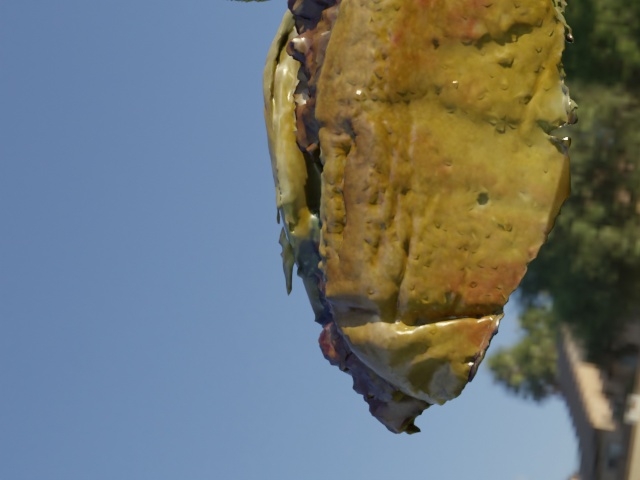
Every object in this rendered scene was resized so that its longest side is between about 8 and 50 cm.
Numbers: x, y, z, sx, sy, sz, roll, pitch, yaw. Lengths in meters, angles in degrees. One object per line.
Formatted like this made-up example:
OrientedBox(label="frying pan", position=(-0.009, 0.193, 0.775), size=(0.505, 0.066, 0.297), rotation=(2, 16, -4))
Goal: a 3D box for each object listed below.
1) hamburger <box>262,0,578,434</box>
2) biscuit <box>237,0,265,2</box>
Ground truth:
OrientedBox(label="hamburger", position=(0.057, -0.064, 0.880), size=(0.282, 0.245, 0.155), rotation=(-47, 6, -5))
OrientedBox(label="biscuit", position=(-0.067, -0.206, 1.139), size=(0.084, 0.084, 0.023), rotation=(-53, -23, -57))
